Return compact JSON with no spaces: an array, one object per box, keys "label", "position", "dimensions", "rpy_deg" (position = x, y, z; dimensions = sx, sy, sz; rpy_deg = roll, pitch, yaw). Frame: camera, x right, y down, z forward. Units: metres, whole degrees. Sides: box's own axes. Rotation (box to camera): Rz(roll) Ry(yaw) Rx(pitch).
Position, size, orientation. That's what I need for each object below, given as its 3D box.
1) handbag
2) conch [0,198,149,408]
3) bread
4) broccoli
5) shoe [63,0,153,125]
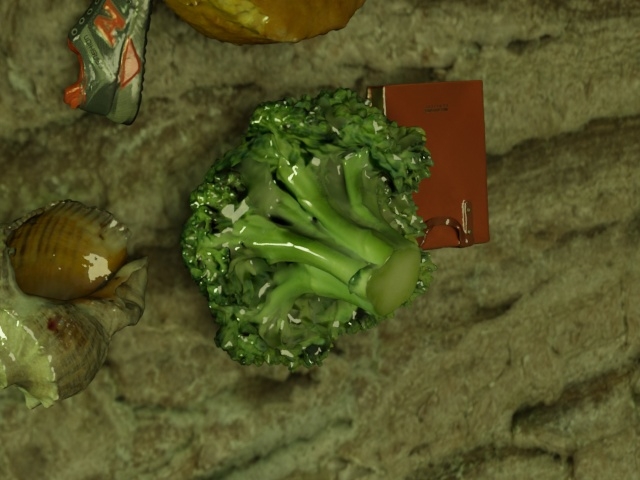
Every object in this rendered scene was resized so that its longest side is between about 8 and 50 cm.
[{"label":"handbag","position":[0.122,-0.082,1.360],"dimensions":[0.127,0.063,0.190],"rpy_deg":[-5,98,-22]},{"label":"conch","position":[-0.257,0.055,1.180],"dimensions":[0.245,0.162,0.178],"rpy_deg":[-33,130,-45]},{"label":"bread","position":[-0.052,-0.309,1.178],"dimensions":[0.268,0.145,0.269],"rpy_deg":[5,82,-38]},{"label":"broccoli","position":[0.001,-0.009,1.235],"dimensions":[0.235,0.259,0.288],"rpy_deg":[-43,139,-52]},{"label":"shoe","position":[-0.210,-0.214,1.197],"dimensions":[0.077,0.074,0.195],"rpy_deg":[5,99,-18]}]
